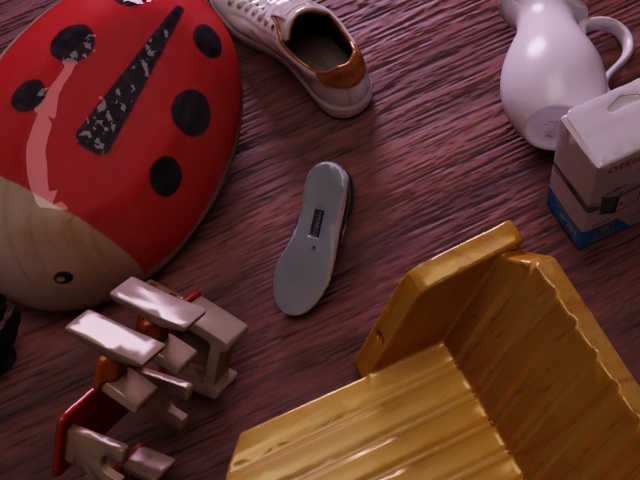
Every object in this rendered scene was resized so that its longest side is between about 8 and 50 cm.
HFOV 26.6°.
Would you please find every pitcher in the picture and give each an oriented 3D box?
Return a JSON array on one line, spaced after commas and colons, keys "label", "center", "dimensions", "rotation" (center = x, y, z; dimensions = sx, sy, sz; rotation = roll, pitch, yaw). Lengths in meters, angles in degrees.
[{"label": "pitcher", "center": [0.305, -0.209, 1.643], "dimensions": [0.178, 0.125, 0.207], "rotation": [9, 52, -9]}]

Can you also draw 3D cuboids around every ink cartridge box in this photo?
[{"label": "ink cartridge box", "center": [0.341, -0.089, 1.531], "dimensions": [0.140, 0.190, 0.082], "rotation": [-24, 64, -8]}]

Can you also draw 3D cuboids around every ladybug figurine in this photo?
[{"label": "ladybug figurine", "center": [-0.247, -0.132, 1.565], "dimensions": [0.305, 0.162, 0.449], "rotation": [28, 72, -8]}]

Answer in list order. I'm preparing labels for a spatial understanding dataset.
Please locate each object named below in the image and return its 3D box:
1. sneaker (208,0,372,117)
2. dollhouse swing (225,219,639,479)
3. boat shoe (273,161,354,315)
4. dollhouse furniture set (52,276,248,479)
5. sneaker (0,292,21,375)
[{"label": "sneaker", "center": [-0.042, -0.284, 1.693], "dimensions": [0.106, 0.123, 0.290], "rotation": [-42, 67, -14]}, {"label": "dollhouse swing", "center": [0.110, 0.223, 1.347], "dimensions": [0.305, 0.315, 0.347], "rotation": [-15, 62, -27]}, {"label": "boat shoe", "center": [0.000, 0.000, 1.583], "dimensions": [0.065, 0.083, 0.183], "rotation": [18, 93, 12]}, {"label": "dollhouse furniture set", "center": [-0.200, 0.152, 1.427], "dimensions": [0.135, 0.262, 0.259], "rotation": [25, 34, 17]}, {"label": "sneaker", "center": [-0.398, 0.141, 1.517], "dimensions": [0.051, 0.089, 0.170], "rotation": [38, 71, 20]}]
